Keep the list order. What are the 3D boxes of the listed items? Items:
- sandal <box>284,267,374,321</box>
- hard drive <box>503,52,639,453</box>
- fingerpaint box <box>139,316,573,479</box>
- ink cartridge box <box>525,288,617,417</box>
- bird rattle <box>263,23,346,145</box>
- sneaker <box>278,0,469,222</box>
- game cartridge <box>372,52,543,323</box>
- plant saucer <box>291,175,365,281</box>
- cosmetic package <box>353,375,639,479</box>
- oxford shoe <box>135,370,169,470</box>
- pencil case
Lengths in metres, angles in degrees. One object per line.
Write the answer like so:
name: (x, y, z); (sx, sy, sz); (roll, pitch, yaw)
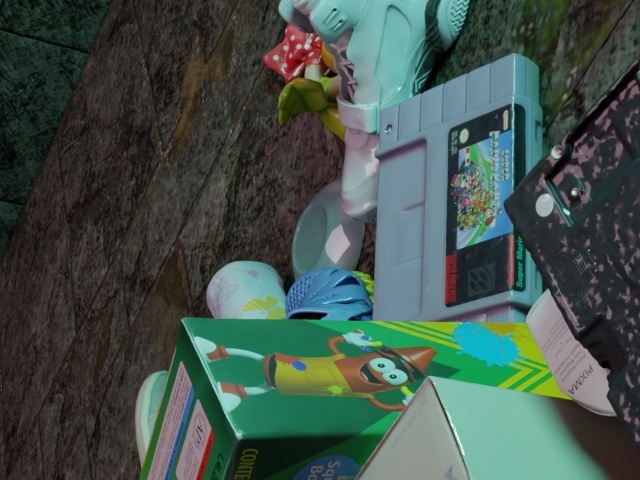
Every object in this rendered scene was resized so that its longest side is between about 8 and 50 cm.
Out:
sandal: (0.015, 0.105, 1.679); (0.317, 0.138, 0.126); (31, 107, 65)
hard drive: (0.288, -0.044, 0.897); (0.339, 0.064, 0.237); (-52, 48, 34)
fingerpaint box: (0.016, 0.295, 1.229); (0.163, 0.371, 0.445); (57, 136, 49)
ink cartridge box: (0.284, 0.136, 1.046); (0.066, 0.189, 0.232); (-58, 31, 34)
bird rattle: (0.027, -0.253, 1.905); (0.207, 0.143, 0.254); (-45, 25, 30)
sneaker: (0.042, -0.214, 1.692); (0.137, 0.210, 0.366); (35, 109, 63)
game cartridge: (0.149, -0.017, 1.503); (0.230, 0.068, 0.355); (-23, 57, 49)
plant saucer: (0.000, 0.000, 1.876); (0.195, 0.037, 0.195); (-41, 41, 51)
cosmetic package: (0.192, 0.216, 1.052); (0.160, 0.309, 0.113); (-58, 32, 32)
oxford shoe: (-0.195, 0.346, 2.016); (0.130, 0.169, 0.449); (-26, 30, 5)
pencil case: (-0.086, 0.146, 1.890); (0.273, 0.113, 0.124); (-115, 36, -53)
